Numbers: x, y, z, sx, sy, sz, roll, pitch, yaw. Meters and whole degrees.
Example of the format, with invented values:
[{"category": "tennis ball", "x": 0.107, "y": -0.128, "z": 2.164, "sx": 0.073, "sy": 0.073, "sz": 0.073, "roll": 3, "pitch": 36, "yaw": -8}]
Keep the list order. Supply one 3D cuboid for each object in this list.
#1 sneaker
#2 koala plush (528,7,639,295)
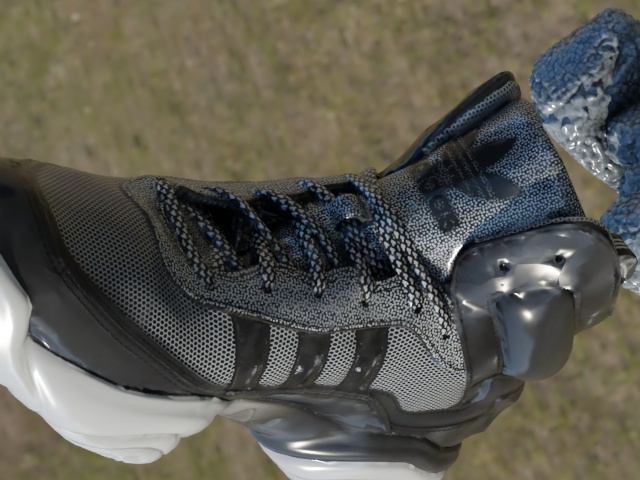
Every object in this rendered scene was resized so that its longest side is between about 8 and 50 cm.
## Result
[{"category": "sneaker", "x": 0.000, "y": 0.000, "z": 0.647, "sx": 0.268, "sy": 0.153, "sz": 0.101, "roll": 26, "pitch": -148, "yaw": -51}, {"category": "koala plush", "x": 0.269, "y": -0.073, "z": 1.100, "sx": 0.221, "sy": 0.203, "sz": 0.196, "roll": -47, "pitch": 38, "yaw": 25}]
